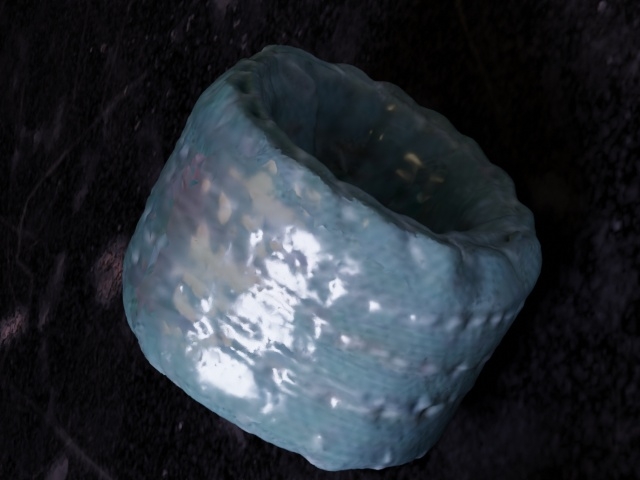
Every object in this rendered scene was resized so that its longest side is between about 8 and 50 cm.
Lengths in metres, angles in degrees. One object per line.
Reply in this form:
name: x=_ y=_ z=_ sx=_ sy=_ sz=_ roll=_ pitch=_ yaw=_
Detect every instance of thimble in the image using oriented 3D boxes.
thimble: x=0.000 y=0.000 z=0.815 sx=0.143 sy=0.198 sz=0.235 roll=-62 pitch=40 yaw=22
